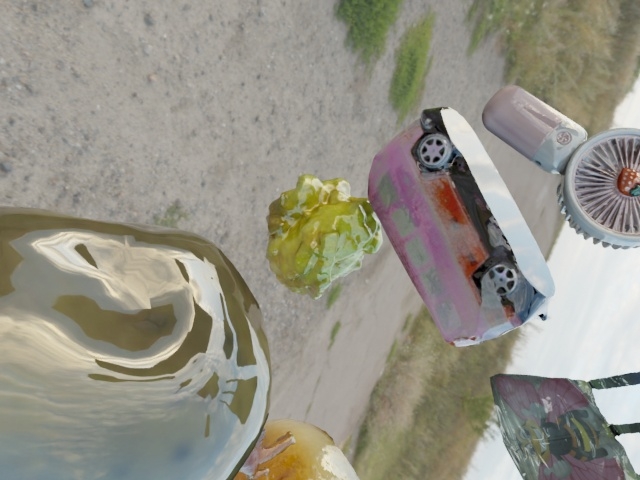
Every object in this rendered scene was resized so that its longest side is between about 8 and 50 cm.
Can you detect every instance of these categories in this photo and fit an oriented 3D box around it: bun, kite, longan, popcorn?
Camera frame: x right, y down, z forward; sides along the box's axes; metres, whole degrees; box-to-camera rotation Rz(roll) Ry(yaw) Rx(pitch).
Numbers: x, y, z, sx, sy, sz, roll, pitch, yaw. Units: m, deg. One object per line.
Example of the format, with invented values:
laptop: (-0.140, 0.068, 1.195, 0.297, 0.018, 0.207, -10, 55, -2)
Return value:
bun: (-0.061, 0.443, 0.824, 0.164, 0.299, 0.299, -12, 125, -38)
kite: (0.351, 0.236, 0.651, 0.022, 0.204, 0.360, -7, 157, -30)
longan: (-0.198, 0.109, 0.412, 0.350, 0.288, 0.289, 19, 94, -45)
popcorn: (-0.001, -0.004, 0.811, 0.197, 0.155, 0.198, -37, 157, -18)

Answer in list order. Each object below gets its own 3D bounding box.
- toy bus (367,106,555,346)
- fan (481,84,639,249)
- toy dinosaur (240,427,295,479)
toy bus: (0.175, -0.016, 0.678, 0.147, 0.303, 0.127, -34, 161, 29)
fan: (0.291, -0.091, 0.591, 0.130, 0.244, 0.074, -48, 163, -4)
toy dinosaur: (-0.115, 0.250, 0.613, 0.142, 0.057, 0.212, -27, 146, -1)
